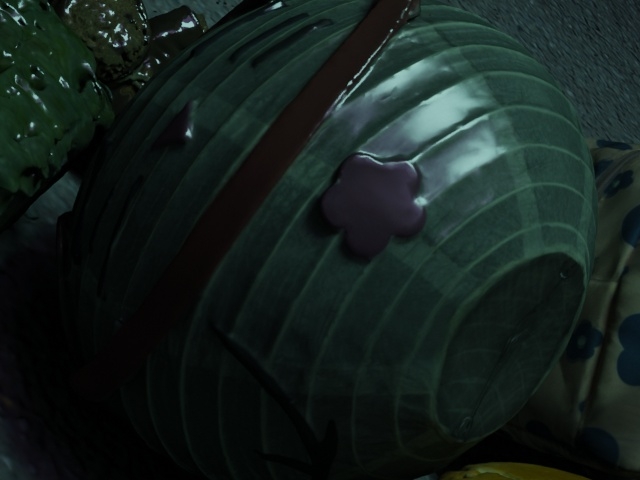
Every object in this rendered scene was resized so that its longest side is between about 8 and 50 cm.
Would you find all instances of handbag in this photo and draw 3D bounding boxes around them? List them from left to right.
[{"bbox_3d":[0.196,0.039,1.058,0.190,0.193,0.251,19,3,40],"label":"handbag"}]

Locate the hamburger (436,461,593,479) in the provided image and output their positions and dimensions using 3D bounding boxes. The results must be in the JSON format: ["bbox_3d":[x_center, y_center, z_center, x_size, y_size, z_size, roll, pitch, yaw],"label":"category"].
[{"bbox_3d":[0.128,0.234,0.766,0.314,0.170,0.290,50,19,8],"label":"hamburger"}]

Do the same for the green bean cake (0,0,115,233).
[{"bbox_3d":[-0.191,-0.079,0.791,0.181,0.094,0.173,47,25,-3],"label":"green bean cake"}]

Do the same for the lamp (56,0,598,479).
[{"bbox_3d":[0.000,0.000,0.827,0.233,0.265,0.233,35,-18,13],"label":"lamp"}]

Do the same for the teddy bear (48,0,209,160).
[{"bbox_3d":[-0.096,-0.064,0.943,0.119,0.078,0.160,-37,104,-23],"label":"teddy bear"}]
